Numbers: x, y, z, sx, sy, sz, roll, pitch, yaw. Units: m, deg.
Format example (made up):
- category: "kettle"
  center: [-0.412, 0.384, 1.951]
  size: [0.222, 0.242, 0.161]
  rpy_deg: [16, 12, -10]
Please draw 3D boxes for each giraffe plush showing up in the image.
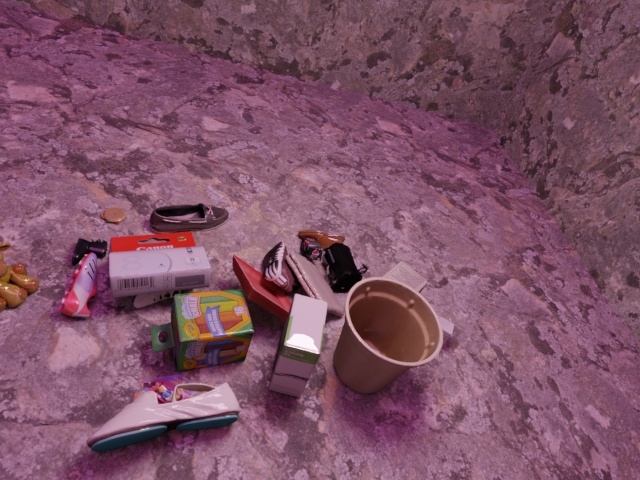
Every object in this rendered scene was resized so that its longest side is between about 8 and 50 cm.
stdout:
- category: "giraffe plush"
  center: [-0.991, 0.092, 1.317]
  size: [0.210, 0.171, 0.181]
  rpy_deg: [25, 41, 3]

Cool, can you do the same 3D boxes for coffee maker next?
- category: "coffee maker"
  center: [0.102, 0.100, 1.803]
  size: [0.171, 0.120, 0.178]
  rpy_deg: [-28, 49, 10]

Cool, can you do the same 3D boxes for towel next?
- category: "towel"
  center: [-0.024, 0.170, 1.686]
  size: [0.187, 0.049, 0.282]
  rpy_deg: [29, 23, -56]

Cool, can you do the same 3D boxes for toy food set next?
- category: "toy food set"
  center: [-0.811, -0.099, 1.712]
  size: [0.082, 0.020, 0.083]
  rpy_deg: [35, 42, 13]

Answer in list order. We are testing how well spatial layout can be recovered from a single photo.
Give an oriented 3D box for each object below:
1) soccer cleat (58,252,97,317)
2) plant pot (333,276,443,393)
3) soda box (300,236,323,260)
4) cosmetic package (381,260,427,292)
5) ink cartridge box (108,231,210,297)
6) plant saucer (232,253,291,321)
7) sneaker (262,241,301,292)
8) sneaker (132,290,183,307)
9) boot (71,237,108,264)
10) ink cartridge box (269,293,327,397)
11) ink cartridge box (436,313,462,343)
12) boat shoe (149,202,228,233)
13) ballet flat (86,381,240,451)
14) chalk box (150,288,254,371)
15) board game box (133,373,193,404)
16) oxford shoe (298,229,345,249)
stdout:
- category: "soccer cleat"
  center: [-0.777, 0.147, 1.437]
  size: [0.095, 0.083, 0.248]
  rpy_deg: [28, 35, -27]
- category: "plant pot"
  center: [0.193, 0.349, 1.471]
  size: [0.333, 0.306, 0.334]
  rpy_deg: [12, 42, -11]
- category: "soda box"
  center: [-0.039, 0.034, 1.835]
  size: [0.060, 0.054, 0.169]
  rpy_deg: [9, 12, -17]
- category: "cosmetic package"
  center: [0.289, 0.227, 1.778]
  size: [0.153, 0.129, 0.296]
  rpy_deg: [42, 44, 19]
- category: "ink cartridge box"
  center: [-0.578, 0.042, 1.538]
  size: [0.307, 0.091, 0.385]
  rpy_deg: [-5, 33, -24]
- category: "plant saucer"
  center: [-0.198, 0.183, 1.537]
  size: [0.258, 0.048, 0.259]
  rpy_deg: [41, 1, -36]
- category: "sneaker"
  center: [-0.146, 0.124, 1.737]
  size: [0.162, 0.106, 0.281]
  rpy_deg: [48, 16, -19]
- category: "sneaker"
  center: [-0.533, 0.170, 1.504]
  size: [0.086, 0.085, 0.237]
  rpy_deg: [38, 44, 24]
- category: "boot"
  center: [-0.819, 0.042, 1.547]
  size: [0.099, 0.045, 0.121]
  rpy_deg: [12, 44, -20]
- category: "ink cartridge box"
  center: [-0.073, 0.340, 1.389]
  size: [0.114, 0.273, 0.199]
  rpy_deg: [15, 41, -5]
- category: "ink cartridge box"
  center: [0.459, 0.357, 1.733]
  size: [0.181, 0.104, 0.062]
  rpy_deg: [29, 42, 8]
- category: "boat shoe"
  center: [-0.527, -0.102, 1.785]
  size: [0.334, 0.096, 0.112]
  rpy_deg: [-13, 52, -34]
- category: "ballet flat"
  center: [-0.422, 0.471, 1.198]
  size: [0.399, 0.139, 0.139]
  rpy_deg: [1, 45, -32]
- category: "chalk box"
  center: [-0.382, 0.284, 1.379]
  size: [0.288, 0.179, 0.180]
  rpy_deg: [-3, 47, -27]
- category: "board game box"
  center: [-0.458, 0.455, 1.276]
  size: [0.168, 0.033, 0.133]
  rpy_deg: [-3, 47, -26]
- category: "oxford shoe"
  center: [0.000, 0.000, 1.939]
  size: [0.212, 0.076, 0.076]
  rpy_deg: [12, 81, 3]
